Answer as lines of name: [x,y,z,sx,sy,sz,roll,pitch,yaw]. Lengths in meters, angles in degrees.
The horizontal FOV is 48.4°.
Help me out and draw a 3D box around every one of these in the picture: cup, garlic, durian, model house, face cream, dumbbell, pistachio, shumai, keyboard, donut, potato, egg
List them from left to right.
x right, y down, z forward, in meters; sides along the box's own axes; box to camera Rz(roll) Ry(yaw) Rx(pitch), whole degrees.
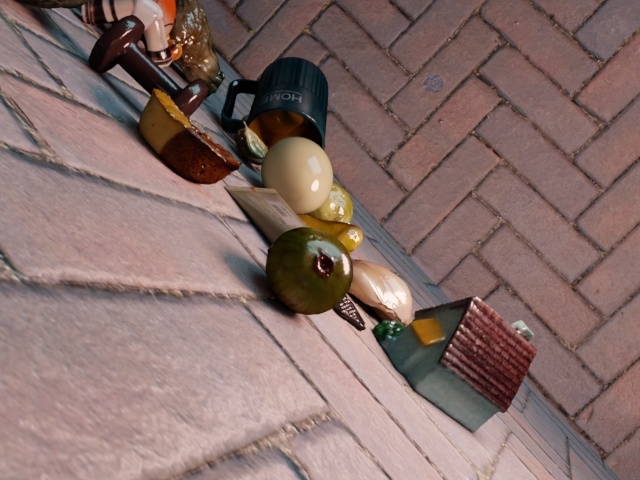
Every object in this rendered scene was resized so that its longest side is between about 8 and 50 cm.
dumbbell: [-0.347,-0.335,1.448,0.225,0.140,0.124,43,51,-6]
donut: [-0.264,-0.188,1.334,0.217,0.085,0.141,45,9,3]
shumai: [-0.402,-0.637,2.314,0.283,0.217,0.346,41,7,-21]
durian: [-0.203,-0.265,2.002,0.140,0.071,0.110,61,15,0]
cup: [-0.123,-0.388,2.203,0.292,0.308,0.242,-82,150,-42]
face cream: [-0.067,-0.016,1.473,0.137,0.084,0.341,-1,37,-41]
egg: [-0.060,-0.167,1.847,0.186,0.186,0.241,38,21,-37]
pistachio: [-0.001,0.001,1.583,0.189,0.100,0.110,8,-13,6]
potato: [0.013,-0.106,2.027,0.248,0.143,0.169,-114,-177,-80]
keyboard: [0.027,0.103,1.559,0.106,0.016,0.262,39,11,-33]
garlic: [0.155,0.128,1.752,0.228,0.110,0.217,45,5,3]
model house: [0.308,0.221,1.554,0.280,0.249,0.230,39,10,-33]

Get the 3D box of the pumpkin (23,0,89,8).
pumpkin: [-0.550,-0.606,1.372,0.291,0.257,0.327,18,33,-44]

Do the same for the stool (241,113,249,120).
stool: [-0.197,-0.377,2.402,0.217,0.125,0.121,36,14,30]

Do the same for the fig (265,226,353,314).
fig: [-0.041,0.058,1.249,0.151,0.151,0.259,43,-18,-11]

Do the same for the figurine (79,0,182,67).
figurine: [-0.486,-0.610,1.875,0.320,0.196,0.323,32,24,-32]
